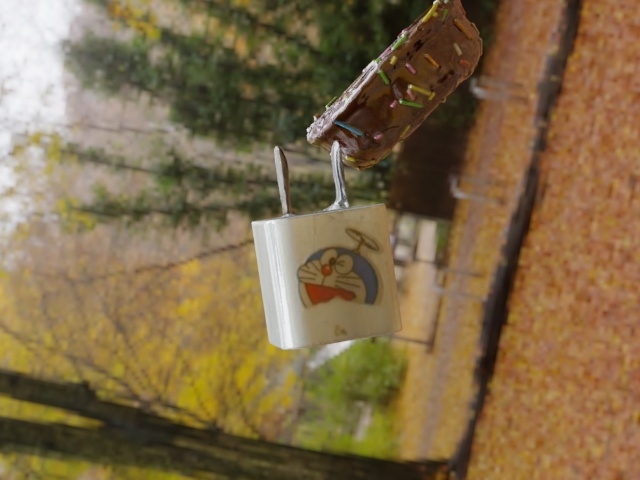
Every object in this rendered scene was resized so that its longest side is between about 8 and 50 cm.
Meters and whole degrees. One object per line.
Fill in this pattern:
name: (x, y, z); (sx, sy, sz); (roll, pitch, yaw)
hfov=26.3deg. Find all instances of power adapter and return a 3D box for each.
power adapter: (0.000, 0.000, 1.405); (0.125, 0.130, 0.205); (-177, 77, -78)

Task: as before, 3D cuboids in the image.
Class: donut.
donut: (0.089, -0.170, 1.512); (0.235, 0.089, 0.235); (-45, 3, 3)
